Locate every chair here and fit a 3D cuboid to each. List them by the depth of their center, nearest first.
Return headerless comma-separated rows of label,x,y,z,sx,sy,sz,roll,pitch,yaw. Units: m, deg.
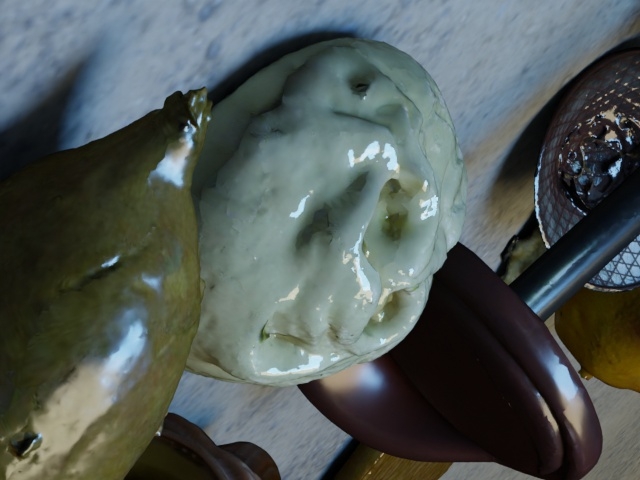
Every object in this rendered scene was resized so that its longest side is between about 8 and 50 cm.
chair,0.181,0.001,1.066,0.401,0.226,0.226,-39,159,-16

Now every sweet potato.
sweet potato,-0.160,0.088,0.711,0.370,0.158,0.158,-48,160,-7

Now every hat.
hat,0.221,-0.061,1.256,0.193,0.082,0.193,-9,108,-29

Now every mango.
mango,0.334,0.024,1.496,0.287,0.152,0.201,-54,171,29

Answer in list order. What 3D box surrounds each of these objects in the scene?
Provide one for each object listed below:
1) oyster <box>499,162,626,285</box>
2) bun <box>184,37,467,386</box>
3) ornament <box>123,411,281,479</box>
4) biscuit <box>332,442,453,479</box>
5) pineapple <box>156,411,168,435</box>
oyster,0.257,-0.018,1.388,0.294,0.094,0.166,-51,168,32
bun,0.000,0.000,0.871,0.231,0.133,0.231,-36,156,-19
ornament,-0.103,0.215,1.010,0.217,0.221,0.235,63,32,-64
biscuit,0.090,0.198,1.538,0.262,0.037,0.262,-38,158,-19
pineapple,-0.155,0.092,0.845,0.159,0.074,0.074,-9,139,-47
